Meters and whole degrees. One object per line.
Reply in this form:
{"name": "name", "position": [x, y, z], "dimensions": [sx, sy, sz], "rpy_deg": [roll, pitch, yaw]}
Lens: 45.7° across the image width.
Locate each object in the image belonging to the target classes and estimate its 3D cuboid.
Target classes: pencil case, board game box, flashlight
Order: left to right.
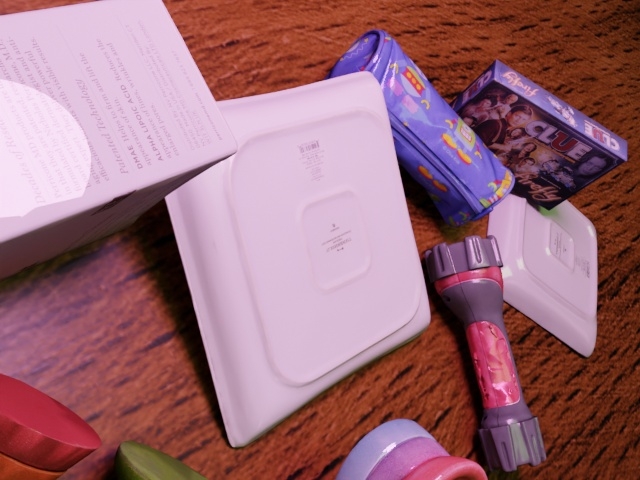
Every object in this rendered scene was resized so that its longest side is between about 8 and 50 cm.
{"name": "pencil case", "position": [0.133, -0.146, 1.040], "dimensions": [0.306, 0.119, 0.133], "rpy_deg": [42, 32, -21]}
{"name": "flashlight", "position": [0.221, 0.148, 1.009], "dimensions": [0.103, 0.103, 0.303], "rpy_deg": [-7, 76, -17]}
{"name": "board game box", "position": [0.305, -0.149, 1.135], "dimensions": [0.243, 0.165, 0.042], "rpy_deg": [27, 55, -15]}

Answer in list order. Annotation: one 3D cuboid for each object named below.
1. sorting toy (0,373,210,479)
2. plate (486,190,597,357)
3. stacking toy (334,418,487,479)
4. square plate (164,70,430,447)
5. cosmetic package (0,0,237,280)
{"name": "sorting toy", "position": [-0.164, 0.241, 0.632], "dimensions": [0.366, 0.127, 0.126], "rpy_deg": [37, 80, -29]}
{"name": "plate", "position": [0.381, 0.015, 1.254], "dimensions": [0.278, 0.045, 0.277], "rpy_deg": [34, 51, -28]}
{"name": "stacking toy", "position": [0.070, 0.336, 0.764], "dimensions": [0.279, 0.130, 0.309], "rpy_deg": [-50, 133, -15]}
{"name": "square plate", "position": [0.000, 0.000, 0.839], "dimensions": [0.347, 0.049, 0.343], "rpy_deg": [-23, 104, -44]}
{"name": "cosmetic package", "position": [-0.277, -0.042, 0.551], "dimensions": [0.385, 0.217, 0.156], "rpy_deg": [-32, 94, -44]}
